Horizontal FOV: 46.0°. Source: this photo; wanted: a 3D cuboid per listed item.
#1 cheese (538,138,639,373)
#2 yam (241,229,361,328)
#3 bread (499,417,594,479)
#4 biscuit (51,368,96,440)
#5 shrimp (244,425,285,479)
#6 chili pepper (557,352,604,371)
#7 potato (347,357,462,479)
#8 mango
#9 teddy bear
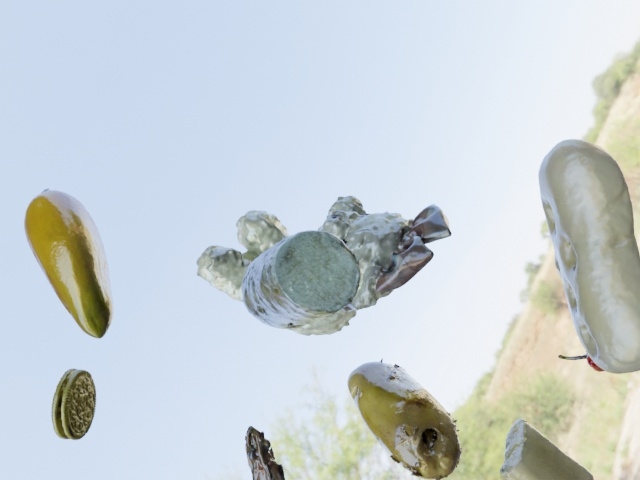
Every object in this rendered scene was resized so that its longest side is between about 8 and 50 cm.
[{"bbox_3d":[0.470,0.036,1.258,0.328,0.130,0.350,-91,-16,-50],"label":"cheese"},{"bbox_3d":[-0.025,0.048,0.887,0.107,0.107,0.194,-64,10,-17],"label":"yam"},{"bbox_3d":[0.406,0.418,1.341,0.060,0.178,0.139,-49,3,33],"label":"bread"},{"bbox_3d":[-0.291,0.194,0.894,0.084,0.023,0.083,1,-90,-82],"label":"biscuit"},{"bbox_3d":[-0.078,0.386,1.111,0.143,0.052,0.250,-171,72,-70],"label":"shrimp"},{"bbox_3d":[0.558,0.201,1.339,0.071,0.272,0.063,27,-117,-47],"label":"chili pepper"},{"bbox_3d":[0.165,0.348,1.498,0.140,0.300,0.173,-50,-48,8],"label":"potato"},{"bbox_3d":[-0.431,0.032,1.306,0.119,0.316,0.176,-19,-34,-19],"label":"mango"},{"bbox_3d":[0.000,0.000,1.345,0.327,0.375,0.362,-45,-14,-38],"label":"teddy bear"}]
